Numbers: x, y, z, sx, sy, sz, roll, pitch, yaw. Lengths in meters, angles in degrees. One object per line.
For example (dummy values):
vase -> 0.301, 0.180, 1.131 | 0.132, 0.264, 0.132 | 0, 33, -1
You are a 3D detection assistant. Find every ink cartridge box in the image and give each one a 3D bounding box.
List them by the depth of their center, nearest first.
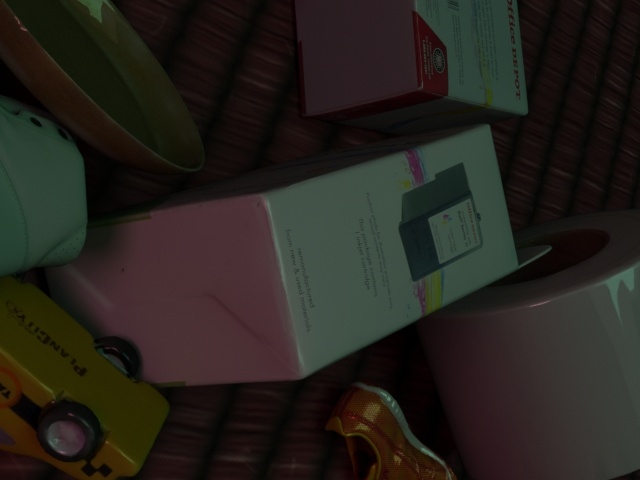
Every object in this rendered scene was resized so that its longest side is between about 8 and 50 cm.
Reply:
ink cartridge box -> 0.000, 0.000, 0.970 | 0.353, 0.207, 0.119 | -20, 100, -53
ink cartridge box -> 0.082, -0.168, 1.174 | 0.176, 0.127, 0.128 | 5, 78, -51

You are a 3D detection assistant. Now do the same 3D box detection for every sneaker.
sneaker -> -0.224, -0.085, 0.768 | 0.151, 0.094, 0.256 | -2, 62, -56
sneaker -> 0.061, 0.191, 1.143 | 0.175, 0.064, 0.067 | 49, 68, -28

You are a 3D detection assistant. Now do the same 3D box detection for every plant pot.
plant pot -> -0.161, -0.129, 0.846 | 0.236, 0.032, 0.236 | 50, 11, -13

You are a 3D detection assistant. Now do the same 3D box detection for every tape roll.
tape roll -> 0.217, 0.091, 1.200 | 0.246, 0.246, 0.169 | -35, 111, -50

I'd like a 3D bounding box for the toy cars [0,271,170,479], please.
toy cars -> -0.255, 0.053, 0.727 | 0.394, 0.087, 0.176 | 23, 30, -46
